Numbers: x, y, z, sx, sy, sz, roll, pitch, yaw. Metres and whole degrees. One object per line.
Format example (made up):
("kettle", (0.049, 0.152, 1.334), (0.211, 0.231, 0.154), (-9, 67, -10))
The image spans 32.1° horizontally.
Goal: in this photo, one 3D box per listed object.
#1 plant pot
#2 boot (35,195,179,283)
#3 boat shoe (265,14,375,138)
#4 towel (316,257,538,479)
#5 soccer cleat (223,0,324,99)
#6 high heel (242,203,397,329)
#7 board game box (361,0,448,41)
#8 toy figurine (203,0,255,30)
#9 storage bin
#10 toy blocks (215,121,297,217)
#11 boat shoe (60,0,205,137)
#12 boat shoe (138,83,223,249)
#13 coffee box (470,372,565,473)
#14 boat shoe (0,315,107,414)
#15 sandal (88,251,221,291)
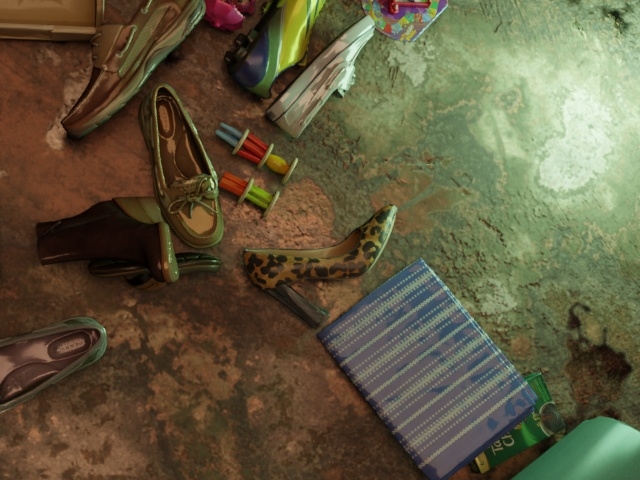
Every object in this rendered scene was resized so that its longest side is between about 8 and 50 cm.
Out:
("plant pot", (0.425, 0.489, 1.838), (0.334, 0.341, 0.341), (-38, 92, -22))
("boot", (-0.342, 0.017, 1.777), (0.207, 0.248, 0.090), (-15, 123, -11))
("boat shoe", (0.016, -0.287, 1.965), (0.084, 0.095, 0.258), (45, 84, -10))
("towel", (0.189, 0.226, 1.935), (0.243, 0.040, 0.336), (-36, 80, -13))
("soccer cleat", (-0.052, -0.375, 1.965), (0.121, 0.093, 0.289), (43, 73, -24))
("high heel", (0.000, 0.000, 1.909), (0.186, 0.093, 0.261), (39, 85, -11))
("board game box", (0.160, -0.450, 2.042), (0.133, 0.033, 0.168), (44, 76, -4))
("toy figurine", (-0.158, -0.447, 1.947), (0.173, 0.130, 0.159), (-13, 100, -38))
("storage bin", (-0.495, -0.475, 1.851), (0.262, 0.123, 0.260), (0, 82, -13))
("toy blocks", (-0.131, -0.126, 1.920), (0.148, 0.054, 0.123), (30, 77, -7))
("boat shoe", (-0.331, -0.309, 1.860), (0.116, 0.123, 0.324), (42, 74, -13))
("boat shoe", (-0.237, -0.123, 1.877), (0.104, 0.089, 0.285), (-22, 88, -15))
("coffee box", (0.331, 0.323, 1.970), (0.184, 0.040, 0.113), (-24, 88, -14))
("boat shoe", (-0.492, 0.207, 1.768), (0.320, 0.103, 0.118), (-21, 87, -15))
("sandal", (-0.275, 0.054, 1.860), (0.219, 0.090, 0.060), (-1, 105, -20))
